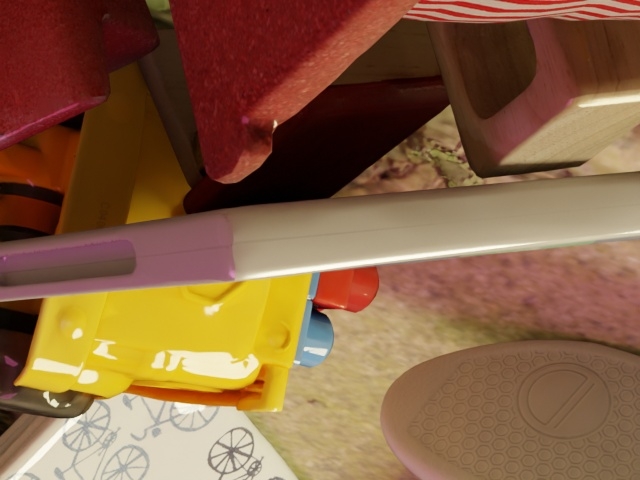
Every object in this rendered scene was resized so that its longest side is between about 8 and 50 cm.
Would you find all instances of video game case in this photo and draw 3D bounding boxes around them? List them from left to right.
[{"bbox_3d":[0.000,0.000,0.602,0.201,0.023,0.183,-6,180,-37],"label":"video game case"}]

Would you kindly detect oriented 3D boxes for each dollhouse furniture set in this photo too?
[{"bbox_3d":[0.009,-0.066,0.497,0.201,0.152,0.374,-7,163,-31],"label":"dollhouse furniture set"}]

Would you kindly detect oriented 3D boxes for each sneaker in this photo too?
[{"bbox_3d":[0.173,0.137,0.860,0.295,0.105,0.147,9,144,10],"label":"sneaker"}]

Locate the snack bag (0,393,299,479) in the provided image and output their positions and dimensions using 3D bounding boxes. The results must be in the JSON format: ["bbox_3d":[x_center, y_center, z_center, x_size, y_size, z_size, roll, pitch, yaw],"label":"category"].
[{"bbox_3d":[-0.149,0.235,1.021,0.037,0.342,0.323,36,165,40],"label":"snack bag"}]

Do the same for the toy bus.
[{"bbox_3d":[-0.091,0.008,0.789,0.211,0.149,0.220,17,169,-37],"label":"toy bus"}]
